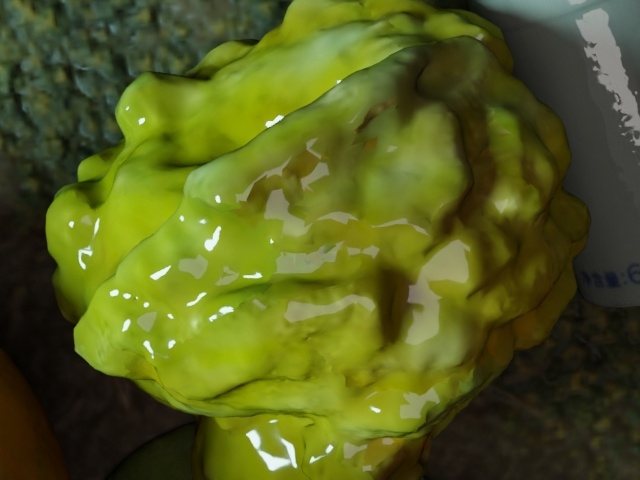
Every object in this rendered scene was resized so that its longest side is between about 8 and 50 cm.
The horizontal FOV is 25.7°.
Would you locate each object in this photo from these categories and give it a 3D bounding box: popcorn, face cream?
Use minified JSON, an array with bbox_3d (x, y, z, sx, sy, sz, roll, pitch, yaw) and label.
[{"bbox_3d":[0.002,0.002,0.503,0.197,0.197,0.155,-39,119,6],"label":"popcorn"},{"bbox_3d":[0.093,-0.101,0.530,0.077,0.077,0.250,-22,106,1],"label":"face cream"}]

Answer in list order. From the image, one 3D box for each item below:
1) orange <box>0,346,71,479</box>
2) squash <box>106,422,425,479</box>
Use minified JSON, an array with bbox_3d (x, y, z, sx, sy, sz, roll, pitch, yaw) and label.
[{"bbox_3d":[-0.223,0.128,0.487,0.284,0.226,0.283,-3,105,-12],"label":"orange"},{"bbox_3d":[-0.014,0.198,0.600,0.220,0.133,0.220,-7,117,-13],"label":"squash"}]
